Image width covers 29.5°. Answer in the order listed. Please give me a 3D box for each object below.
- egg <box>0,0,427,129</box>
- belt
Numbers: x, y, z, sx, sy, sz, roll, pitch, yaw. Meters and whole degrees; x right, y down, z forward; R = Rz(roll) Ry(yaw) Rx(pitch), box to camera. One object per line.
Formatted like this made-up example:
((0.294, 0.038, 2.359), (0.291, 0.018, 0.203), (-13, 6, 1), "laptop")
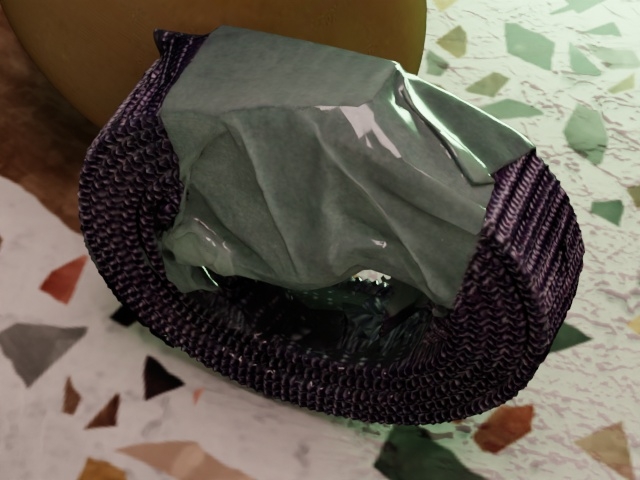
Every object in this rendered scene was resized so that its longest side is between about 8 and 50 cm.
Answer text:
((-0.086, -0.209, 0.927), (0.301, 0.301, 0.374), (-33, 78, -30), "egg")
((0.000, 0.000, 0.776), (0.324, 0.260, 0.122), (15, 46, 19), "belt")
